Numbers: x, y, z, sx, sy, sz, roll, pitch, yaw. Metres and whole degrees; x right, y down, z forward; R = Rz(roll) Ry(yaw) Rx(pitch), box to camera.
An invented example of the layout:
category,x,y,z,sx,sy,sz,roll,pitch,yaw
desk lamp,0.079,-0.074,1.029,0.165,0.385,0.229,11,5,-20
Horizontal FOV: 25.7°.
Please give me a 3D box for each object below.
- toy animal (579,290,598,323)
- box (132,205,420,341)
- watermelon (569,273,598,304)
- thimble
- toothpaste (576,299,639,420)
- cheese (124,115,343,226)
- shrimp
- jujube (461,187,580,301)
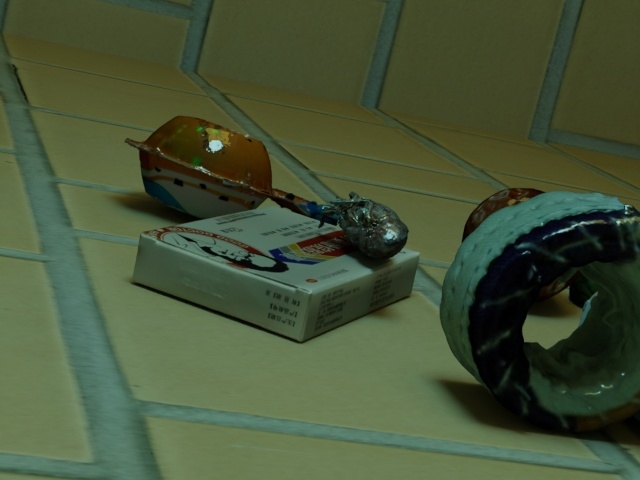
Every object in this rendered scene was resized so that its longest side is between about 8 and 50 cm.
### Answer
category,x,y,z,sx,sy,sz,roll,pitch,yaw
toy animal,0.408,0.101,1.692,0.212,0.124,0.124,-1,19,-39
box,-0.041,0.031,1.651,0.214,0.069,0.353,18,15,21
watermelon,0.459,0.045,1.975,0.232,0.127,0.204,2,12,-38
thimble,0.244,0.063,1.398,0.237,0.237,0.150,9,14,-19
toothpaste,0.358,0.152,1.450,0.071,0.089,0.313,15,11,-20
cheese,-0.117,-0.083,1.938,0.329,0.129,0.217,20,3,-35
shrimp,0.050,-0.020,1.683,0.073,0.075,0.190,-12,27,-18
jujube,0.278,0.011,1.912,0.168,0.168,0.236,16,-3,12
